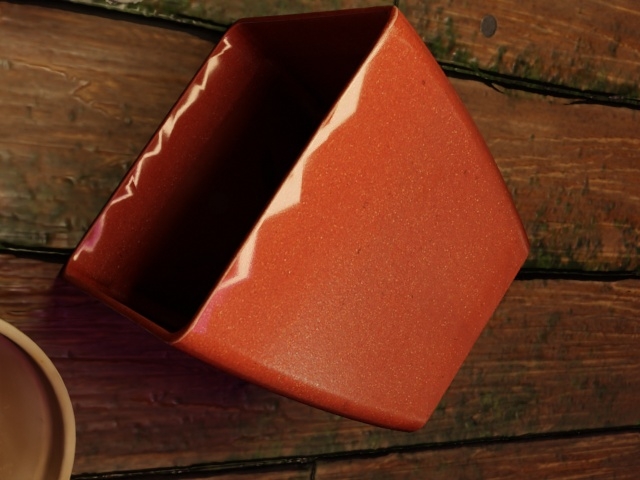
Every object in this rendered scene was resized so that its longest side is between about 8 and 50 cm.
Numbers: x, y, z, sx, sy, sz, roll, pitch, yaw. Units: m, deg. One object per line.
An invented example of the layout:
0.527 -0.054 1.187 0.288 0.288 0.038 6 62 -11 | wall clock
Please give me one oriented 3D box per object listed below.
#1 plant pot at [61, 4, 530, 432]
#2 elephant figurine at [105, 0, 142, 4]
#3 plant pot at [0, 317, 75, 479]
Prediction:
0.000 0.000 0.866 0.236 0.267 0.267 38 79 -28 | plant pot
-0.229 -0.236 0.741 0.239 0.186 0.169 -11 73 -7 | elephant figurine
-0.309 0.147 0.801 0.237 0.109 0.237 -9 106 -33 | plant pot
